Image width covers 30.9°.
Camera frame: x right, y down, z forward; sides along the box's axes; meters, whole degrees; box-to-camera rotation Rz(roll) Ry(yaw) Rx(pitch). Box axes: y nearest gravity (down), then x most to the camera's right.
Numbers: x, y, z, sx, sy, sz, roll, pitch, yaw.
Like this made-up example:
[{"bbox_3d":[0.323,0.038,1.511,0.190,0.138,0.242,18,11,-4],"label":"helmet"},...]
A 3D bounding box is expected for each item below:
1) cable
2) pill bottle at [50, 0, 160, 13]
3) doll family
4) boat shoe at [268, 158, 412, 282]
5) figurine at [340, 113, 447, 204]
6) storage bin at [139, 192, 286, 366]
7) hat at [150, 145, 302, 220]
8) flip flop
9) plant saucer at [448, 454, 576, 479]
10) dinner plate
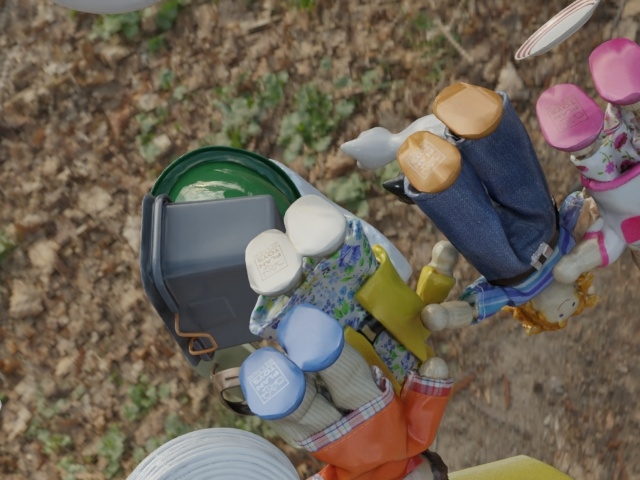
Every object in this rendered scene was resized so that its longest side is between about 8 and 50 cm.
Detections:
[{"bbox_3d":[-0.132,0.359,1.429,0.257,0.089,0.257,-47,111,-10],"label":"cable"},{"bbox_3d":[-0.192,-0.364,1.050,0.182,0.181,0.322,-9,46,5],"label":"pill bottle"},{"bbox_3d":[0.068,0.016,0.542,0.263,0.163,0.118,-40,45,-1],"label":"doll family"},{"bbox_3d":[0.000,0.000,1.958,0.335,0.121,0.119,34,75,-14],"label":"boat shoe"},{"bbox_3d":[0.160,-0.114,1.700,0.210,0.215,0.092,-8,64,32],"label":"figurine"},{"bbox_3d":[-0.064,0.028,0.826,0.091,0.135,0.098,-9,54,9],"label":"storage bin"},{"bbox_3d":[-0.058,-0.016,1.159,0.209,0.183,0.172,22,79,-17],"label":"hat"},{"bbox_3d":[-0.114,0.244,1.860,0.277,0.112,0.080,39,34,23],"label":"flip flop"},{"bbox_3d":[0.162,0.400,1.679,0.333,0.332,0.081,-9,68,-22],"label":"plant saucer"},{"bbox_3d":[0.320,-0.282,1.544,0.141,0.141,0.017,-42,100,-11],"label":"dinner plate"}]
